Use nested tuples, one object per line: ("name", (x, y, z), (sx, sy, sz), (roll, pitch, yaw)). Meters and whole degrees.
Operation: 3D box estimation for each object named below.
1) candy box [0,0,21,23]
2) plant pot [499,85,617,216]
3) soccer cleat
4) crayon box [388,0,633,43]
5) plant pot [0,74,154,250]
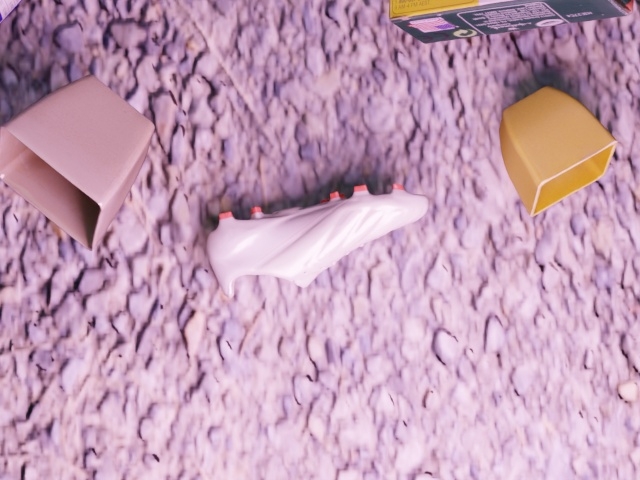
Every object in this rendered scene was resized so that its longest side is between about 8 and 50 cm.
("candy box", (-0.367, -0.293, 1.438), (0.268, 0.122, 0.317), (40, 82, 3))
("plant pot", (0.201, -0.086, 1.475), (0.081, 0.081, 0.083), (-29, 72, -9))
("soccer cleat", (0.000, 0.000, 1.450), (0.196, 0.068, 0.076), (-11, 85, 1))
("crayon box", (0.168, -0.345, 1.473), (0.202, 0.081, 0.319), (-4, 78, 29))
("plant pot", (-0.202, -0.075, 1.431), (0.109, 0.109, 0.096), (39, 65, 4))
